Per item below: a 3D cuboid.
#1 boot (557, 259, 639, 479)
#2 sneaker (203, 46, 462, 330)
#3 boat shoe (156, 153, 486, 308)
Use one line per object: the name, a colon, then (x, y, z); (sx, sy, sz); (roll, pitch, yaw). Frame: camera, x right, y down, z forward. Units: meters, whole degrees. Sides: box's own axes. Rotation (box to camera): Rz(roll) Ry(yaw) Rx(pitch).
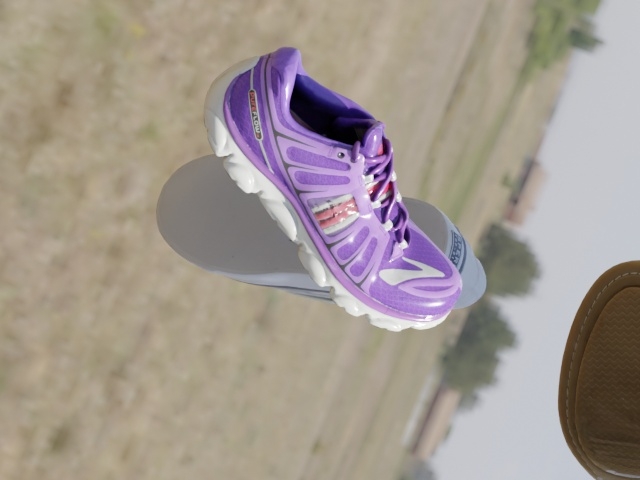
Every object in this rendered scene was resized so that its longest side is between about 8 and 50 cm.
boot: (0.268, 0.112, 1.276); (0.220, 0.109, 0.283); (-29, 111, -39)
sneaker: (0.016, -0.023, 0.978); (0.071, 0.170, 0.068); (-29, -155, 33)
boat shoe: (0.000, 0.000, 1.463); (0.088, 0.267, 0.096); (39, 64, -52)
